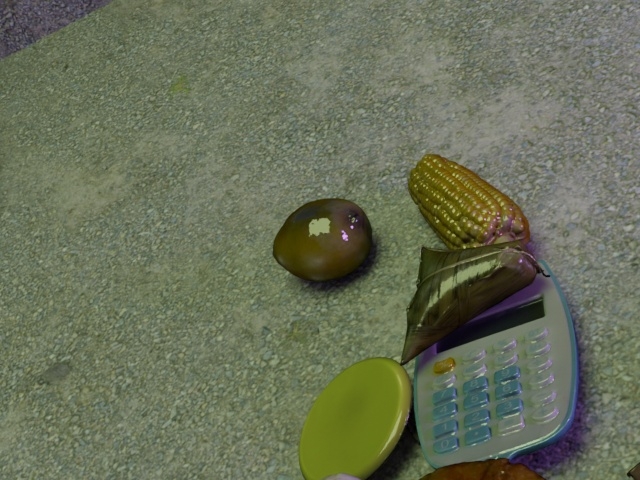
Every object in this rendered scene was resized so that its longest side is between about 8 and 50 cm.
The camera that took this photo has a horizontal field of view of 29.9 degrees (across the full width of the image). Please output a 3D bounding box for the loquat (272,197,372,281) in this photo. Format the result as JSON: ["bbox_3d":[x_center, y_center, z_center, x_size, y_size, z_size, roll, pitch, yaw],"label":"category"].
[{"bbox_3d":[0.000,0.000,2.131,0.195,0.152,0.152,-24,38,30],"label":"loquat"}]

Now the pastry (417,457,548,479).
[{"bbox_3d":[0.197,0.425,1.521,0.330,0.136,0.329,-21,40,18],"label":"pastry"}]

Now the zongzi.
[{"bbox_3d":[0.223,0.095,1.791,0.205,0.094,0.204,-8,44,37],"label":"zongzi"}]

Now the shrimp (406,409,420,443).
[{"bbox_3d":[0.145,0.276,1.815,0.038,0.029,0.092,-33,42,-8],"label":"shrimp"}]

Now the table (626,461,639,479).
[{"bbox_3d":[0.502,0.262,1.447,0.227,0.167,0.167,-42,36,9],"label":"table"}]

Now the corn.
[{"bbox_3d":[0.241,-0.050,1.994,0.130,0.130,0.347,-37,33,1],"label":"corn"}]

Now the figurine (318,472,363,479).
[{"bbox_3d":[-0.006,0.430,1.698,0.257,0.144,0.182,-36,16,6],"label":"figurine"}]

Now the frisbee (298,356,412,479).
[{"bbox_3d":[0.049,0.281,1.846,0.236,0.017,0.236,-36,33,28],"label":"frisbee"}]

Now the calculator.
[{"bbox_3d":[0.257,0.192,1.755,0.256,0.054,0.386,-21,30,20],"label":"calculator"}]
